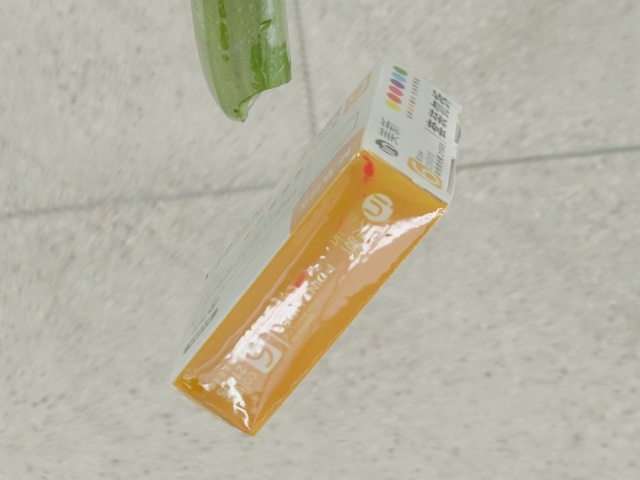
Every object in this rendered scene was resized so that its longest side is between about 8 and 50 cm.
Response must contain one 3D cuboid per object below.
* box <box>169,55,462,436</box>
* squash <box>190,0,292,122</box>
[{"bbox_3d":[0.000,0.000,1.426,0.091,0.221,0.274,36,112,-11],"label":"box"},{"bbox_3d":[-0.056,-0.160,1.210,0.069,0.239,0.069,-1,59,1],"label":"squash"}]
